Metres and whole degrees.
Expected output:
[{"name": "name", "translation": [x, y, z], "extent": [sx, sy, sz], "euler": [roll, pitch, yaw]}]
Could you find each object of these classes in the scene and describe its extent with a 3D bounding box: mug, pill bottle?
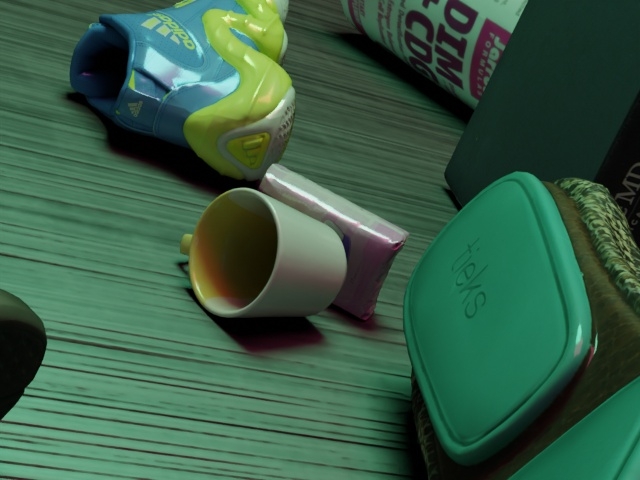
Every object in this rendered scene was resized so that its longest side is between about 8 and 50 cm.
[{"name": "mug", "translation": [-0.024, 0.006, 0.820], "extent": [0.064, 0.062, 0.078], "euler": [13, 28, -46]}, {"name": "pill bottle", "translation": [0.161, -0.169, 1.295], "extent": [0.160, 0.160, 0.283], "euler": [-1, 32, -49]}]

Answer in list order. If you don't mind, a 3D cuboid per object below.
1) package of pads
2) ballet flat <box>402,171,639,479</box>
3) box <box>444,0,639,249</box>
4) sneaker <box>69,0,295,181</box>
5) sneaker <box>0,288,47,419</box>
[{"name": "package of pads", "translation": [0.000, 0.000, 0.869], "extent": [0.083, 0.050, 0.032], "euler": [28, 21, 9]}, {"name": "ballet flat", "translation": [0.112, 0.110, 0.611], "extent": [0.182, 0.164, 0.483], "euler": [43, 18, -8]}, {"name": "box", "translation": [0.301, -0.106, 1.036], "extent": [0.312, 0.343, 0.179], "euler": [15, 24, -24]}, {"name": "sneaker", "translation": [-0.087, -0.125, 1.024], "extent": [0.126, 0.091, 0.240], "euler": [16, 23, -17]}, {"name": "sneaker", "translation": [-0.199, 0.027, 0.540], "extent": [0.227, 0.087, 0.130], "euler": [-10, 45, -47]}]
